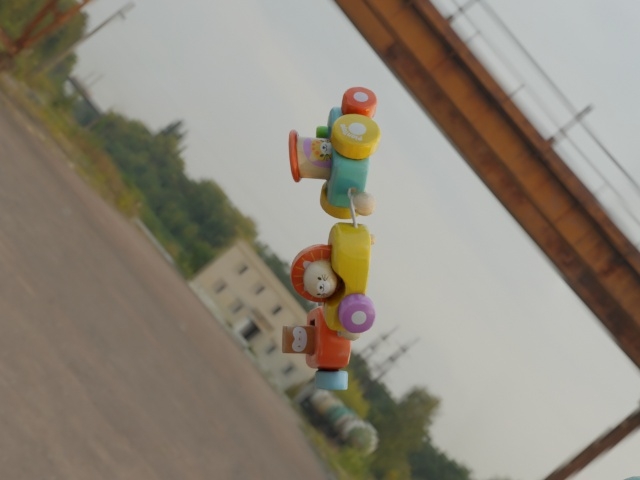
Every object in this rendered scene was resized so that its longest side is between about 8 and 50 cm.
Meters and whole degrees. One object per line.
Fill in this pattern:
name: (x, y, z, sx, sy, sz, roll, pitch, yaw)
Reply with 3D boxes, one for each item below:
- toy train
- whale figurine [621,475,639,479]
toy train: (0.000, 0.000, 0.662, 0.125, 0.046, 0.166, 164, -71, -82)
whale figurine: (0.200, 0.190, 0.627, 0.272, 0.216, 0.141, 23, -4, -36)
